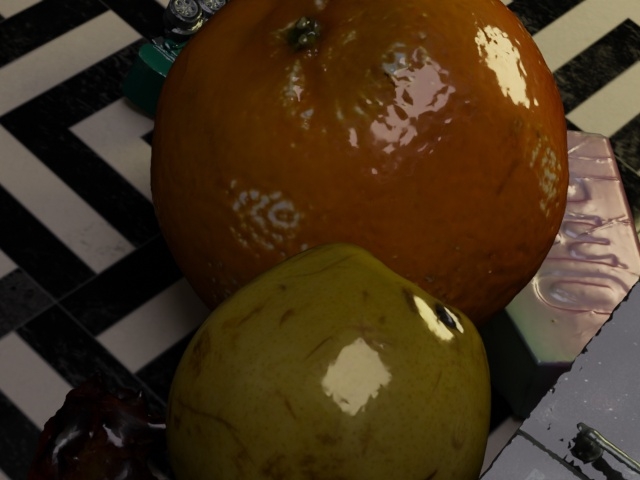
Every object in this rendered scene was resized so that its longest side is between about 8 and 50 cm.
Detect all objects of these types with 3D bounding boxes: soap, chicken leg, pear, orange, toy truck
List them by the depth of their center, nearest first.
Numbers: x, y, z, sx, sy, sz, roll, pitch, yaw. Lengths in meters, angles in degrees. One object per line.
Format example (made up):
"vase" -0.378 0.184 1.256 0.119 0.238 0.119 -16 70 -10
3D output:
"pear" 0.010 0.145 1.303 0.281 0.280 0.280 8 49 -10
"chicken leg" -0.193 0.294 1.368 0.158 0.096 0.407 12 50 -28
"orange" 0.033 -0.089 1.544 0.424 0.326 0.424 -8 52 10
"soap" 0.238 0.030 1.702 0.193 0.109 0.324 4 51 -12
"toy truck" -0.104 -0.217 1.807 0.253 0.114 0.124 -24 75 -32

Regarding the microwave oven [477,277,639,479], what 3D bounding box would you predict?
"microwave oven" 0.329 0.190 1.381 0.236 0.374 0.432 36 71 19
